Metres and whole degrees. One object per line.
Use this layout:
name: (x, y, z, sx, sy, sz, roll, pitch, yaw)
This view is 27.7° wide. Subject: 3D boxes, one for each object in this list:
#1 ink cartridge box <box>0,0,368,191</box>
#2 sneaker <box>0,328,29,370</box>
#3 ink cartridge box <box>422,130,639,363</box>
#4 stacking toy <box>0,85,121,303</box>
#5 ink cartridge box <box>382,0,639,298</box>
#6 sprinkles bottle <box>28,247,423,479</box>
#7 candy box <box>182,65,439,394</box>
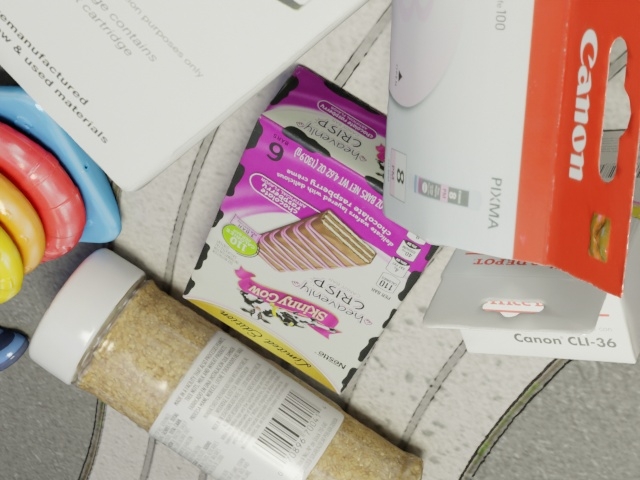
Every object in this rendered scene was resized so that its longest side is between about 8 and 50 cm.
ink cartridge box: (0.023, -0.233, 0.611, 0.166, 0.285, 0.395, 46, 137, -12)
sneaker: (-0.368, 0.103, 1.355, 0.144, 0.053, 0.059, 1, 127, 31)
ink cartridge box: (0.154, 0.012, 0.820, 0.115, 0.198, 0.067, 0, 128, 33)
stacking toy: (-0.315, 0.024, 1.055, 0.165, 0.302, 0.175, 2, 136, 31)
ink cartridge box: (0.098, -0.084, 0.725, 0.066, 0.232, 0.189, 0, 102, -13)
sprinkles bottle: (-0.084, 0.151, 1.161, 0.355, 0.121, 0.121, 34, 139, 1)
candy box: (0.000, 0.000, 1.005, 0.159, 0.071, 0.233, 31, 139, 3)
